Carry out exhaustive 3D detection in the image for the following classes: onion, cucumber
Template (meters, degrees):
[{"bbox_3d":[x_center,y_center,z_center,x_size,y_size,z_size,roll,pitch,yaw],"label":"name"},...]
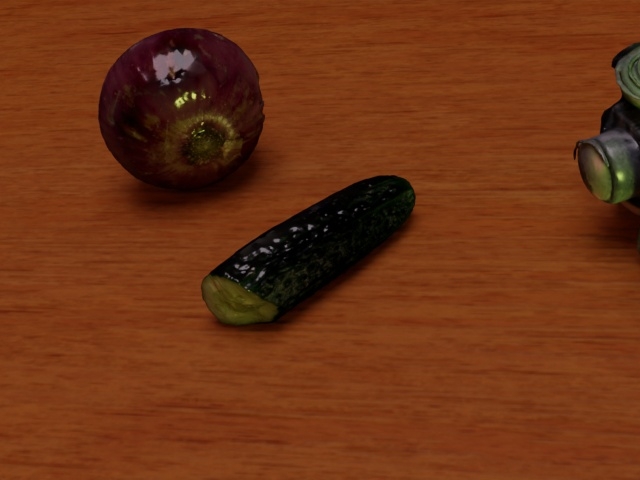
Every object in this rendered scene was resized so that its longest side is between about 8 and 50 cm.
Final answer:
[{"bbox_3d":[-0.146,-0.138,1.206,0.177,0.177,0.153,-33,34,-27],"label":"onion"},{"bbox_3d":[0.000,0.001,1.078,0.241,0.074,0.074,-34,43,-29],"label":"cucumber"}]

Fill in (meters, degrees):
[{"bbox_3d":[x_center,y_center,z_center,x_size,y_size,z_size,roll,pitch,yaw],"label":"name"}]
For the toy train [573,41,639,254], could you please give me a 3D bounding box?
[{"bbox_3d":[0.399,-0.076,1.006,0.307,0.173,0.249,-19,44,-11],"label":"toy train"}]
